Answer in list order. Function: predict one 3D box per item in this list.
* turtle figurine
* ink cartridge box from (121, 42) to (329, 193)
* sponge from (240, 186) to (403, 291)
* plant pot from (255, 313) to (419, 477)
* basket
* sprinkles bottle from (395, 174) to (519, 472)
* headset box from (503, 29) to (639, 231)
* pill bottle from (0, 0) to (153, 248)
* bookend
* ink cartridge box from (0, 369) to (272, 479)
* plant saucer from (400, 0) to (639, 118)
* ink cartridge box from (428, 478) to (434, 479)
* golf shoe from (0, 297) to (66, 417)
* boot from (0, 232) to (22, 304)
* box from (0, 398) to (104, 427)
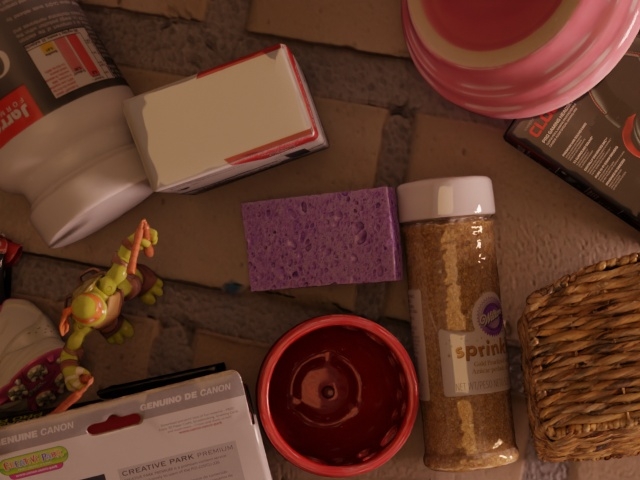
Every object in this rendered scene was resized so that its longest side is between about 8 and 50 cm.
[{"bbox_3d":[-0.272,0.091,1.619,0.087,0.217,0.269,24,91,5],"label":"turtle figurine"},{"bbox_3d":[-0.104,-0.138,1.586,0.197,0.273,0.114,-19,91,4],"label":"ink cartridge box"},{"bbox_3d":[0.000,0.000,1.653,0.210,0.031,0.117,-5,89,27],"label":"sponge"},{"bbox_3d":[0.013,0.183,1.605,0.191,0.174,0.191,0,88,-6],"label":"plant pot"},{"bbox_3d":[0.391,0.139,1.592,0.299,0.223,0.213,-8,71,6],"label":"basket"},{"bbox_3d":[0.169,0.100,1.630,0.121,0.121,0.355,-6,88,5],"label":"sprinkles bottle"},{"bbox_3d":[0.381,-0.152,1.623,0.293,0.110,0.218,35,93,5],"label":"headset box"},{"bbox_3d":[-0.357,-0.188,1.638,0.210,0.210,0.363,-33,86,3],"label":"pill bottle"},{"bbox_3d":[-0.187,0.248,1.681,0.157,0.072,0.156,-11,88,5],"label":"bookend"},{"bbox_3d":[-0.214,0.284,1.544,0.309,0.130,0.272,-13,108,-5],"label":"ink cartridge box"},{"bbox_3d":[0.229,-0.314,1.577,0.332,0.084,0.332,-8,76,35],"label":"plant saucer"},{"bbox_3d":[0.097,0.456,1.587,0.270,0.197,0.198,-40,85,2],"label":"ink cartridge box"},{"bbox_3d":[-0.454,0.196,1.702,0.306,0.115,0.140,-36,63,5],"label":"golf shoe"},{"bbox_3d":[-0.481,-0.027,1.710,0.176,0.088,0.244,-11,96,4],"label":"boot"},{"bbox_3d":[-0.351,0.347,1.643,0.216,0.060,0.270,-10,106,-5],"label":"box"}]
